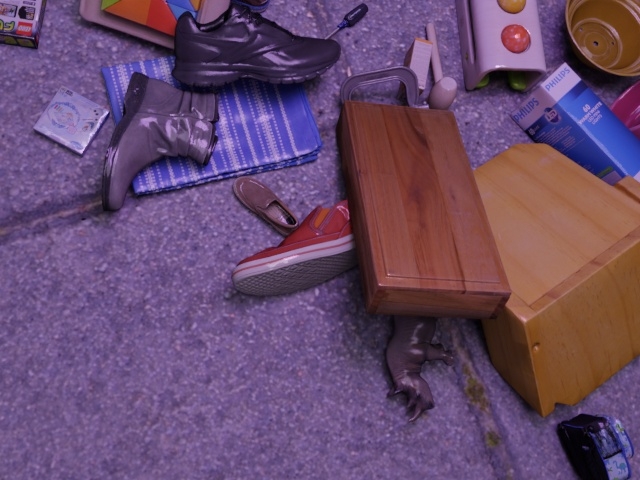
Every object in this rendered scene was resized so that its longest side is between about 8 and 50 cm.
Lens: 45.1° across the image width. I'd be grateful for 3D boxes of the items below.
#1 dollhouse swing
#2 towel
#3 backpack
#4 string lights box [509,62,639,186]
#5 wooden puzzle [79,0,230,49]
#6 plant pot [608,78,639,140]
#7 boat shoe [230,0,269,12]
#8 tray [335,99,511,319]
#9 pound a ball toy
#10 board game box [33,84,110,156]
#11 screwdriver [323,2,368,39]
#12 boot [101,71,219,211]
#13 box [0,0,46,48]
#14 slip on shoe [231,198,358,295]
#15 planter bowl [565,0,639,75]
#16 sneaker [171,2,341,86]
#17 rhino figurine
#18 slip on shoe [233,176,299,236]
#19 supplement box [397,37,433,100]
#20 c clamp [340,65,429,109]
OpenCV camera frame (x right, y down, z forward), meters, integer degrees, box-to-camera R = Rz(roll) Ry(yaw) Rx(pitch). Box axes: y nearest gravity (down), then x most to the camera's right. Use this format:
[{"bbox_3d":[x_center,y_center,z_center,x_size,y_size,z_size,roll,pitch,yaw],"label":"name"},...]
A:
[{"bbox_3d":[0.392,0.050,1.361,0.346,0.305,0.315,-32,125,-18],"label":"dollhouse swing"},{"bbox_3d":[-0.183,-0.221,1.325,0.335,0.040,0.243,-14,78,-14],"label":"towel"},{"bbox_3d":[0.463,0.346,1.274,0.084,0.105,0.114,-19,85,-14],"label":"backpack"},{"bbox_3d":[0.480,-0.180,1.398,0.076,0.133,0.260,-41,87,-17],"label":"string lights box"},{"bbox_3d":[-0.265,-0.429,1.263,0.238,0.221,0.044,16,30,-7],"label":"wooden puzzle"},{"bbox_3d":[0.657,-0.203,1.419,0.180,0.201,0.201,45,71,-14],"label":"plant pot"},{"bbox_3d":[-0.176,-0.467,1.375,0.183,0.066,0.066,13,73,-8],"label":"boat shoe"},{"bbox_3d":[0.152,-0.064,1.236,0.202,0.076,0.411,4,47,-12],"label":"tray"},{"bbox_3d":[0.299,-0.401,1.418,0.208,0.136,0.319,0,75,-11],"label":"pound a ball toy"},{"bbox_3d":[-0.413,-0.198,1.282,0.090,0.020,0.090,29,72,-3],"label":"board game box"},{"bbox_3d":[0.022,-0.385,1.419,0.170,0.024,0.025,-37,115,-16],"label":"screwdriver"},{"bbox_3d":[-0.252,-0.149,1.242,0.161,0.083,0.247,16,74,-10],"label":"boot"},{"bbox_3d":[-0.574,-0.395,1.292,0.206,0.036,0.114,7,75,-9],"label":"box"},{"bbox_3d":[0.000,0.000,1.271,0.331,0.123,0.101,-24,67,-19],"label":"slip on shoe"},{"bbox_3d":[0.553,-0.399,1.492,0.217,0.090,0.217,3,75,-11],"label":"planter bowl"},{"bbox_3d":[-0.104,-0.326,1.274,0.286,0.109,0.130,-6,115,-14],"label":"sneaker"},{"bbox_3d":[0.161,0.178,1.274,0.106,0.073,0.243,13,75,-12],"label":"rhino figurine"},{"bbox_3d":[-0.090,-0.061,1.300,0.135,0.041,0.051,45,72,2],"label":"slip on shoe"},{"bbox_3d":[0.172,-0.310,1.407,0.036,0.062,0.099,14,73,-7],"label":"supplement box"},{"bbox_3d":[0.116,-0.241,1.369,0.160,0.137,0.022,-5,34,-1],"label":"c clamp"}]
